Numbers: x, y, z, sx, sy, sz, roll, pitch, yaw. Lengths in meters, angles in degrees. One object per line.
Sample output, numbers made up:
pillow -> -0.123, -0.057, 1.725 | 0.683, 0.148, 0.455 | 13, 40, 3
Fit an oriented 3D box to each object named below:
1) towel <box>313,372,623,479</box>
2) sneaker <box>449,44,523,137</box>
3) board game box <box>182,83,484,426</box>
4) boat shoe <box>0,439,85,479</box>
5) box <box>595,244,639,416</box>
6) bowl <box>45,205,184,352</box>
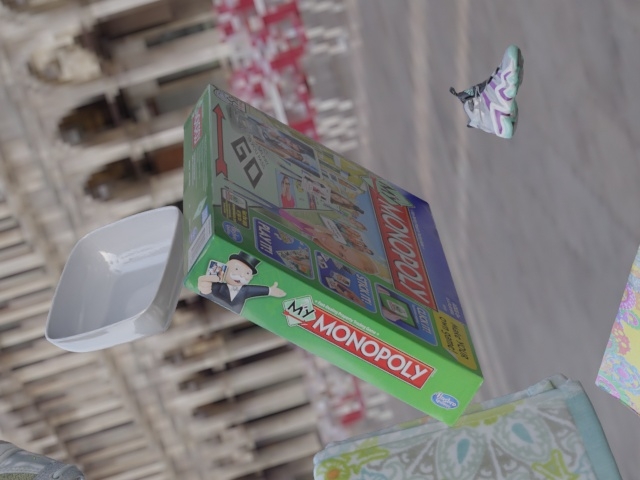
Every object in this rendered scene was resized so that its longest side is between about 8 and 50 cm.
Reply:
towel -> 0.182, 0.336, 1.918 | 0.090, 0.320, 0.374 | 76, 177, -53
sneaker -> 0.159, -0.147, 1.770 | 0.038, 0.069, 0.098 | -58, -24, -57
board game box -> 0.000, 0.000, 1.344 | 0.213, 0.046, 0.317 | 28, -162, -15
boat shoe -> -0.324, 0.338, 1.679 | 0.320, 0.103, 0.118 | -66, -27, -26
box -> 0.351, 0.040, 0.956 | 0.290, 0.279, 0.177 | 39, 158, 19
bowl -> -0.182, 0.044, 1.719 | 0.053, 0.142, 0.142 | 47, -140, -36
